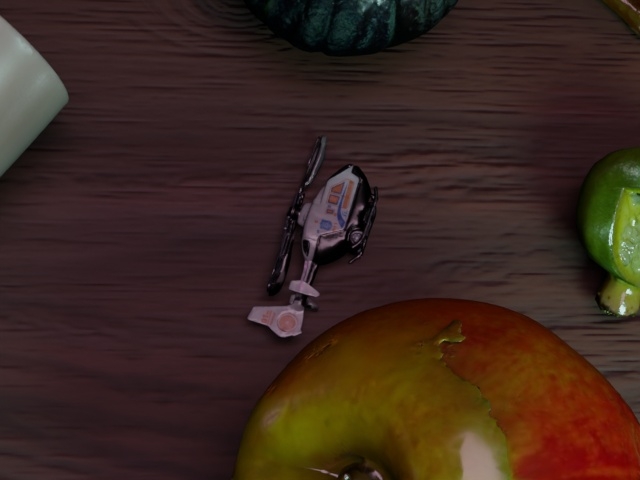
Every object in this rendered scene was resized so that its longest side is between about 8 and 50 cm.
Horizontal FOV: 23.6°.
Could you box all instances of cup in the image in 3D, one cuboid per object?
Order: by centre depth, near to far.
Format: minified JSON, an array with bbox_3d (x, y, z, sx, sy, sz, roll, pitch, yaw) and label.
[{"bbox_3d":[-0.377,-0.122,1.329,0.253,0.191,0.200,31,75,31],"label":"cup"}]

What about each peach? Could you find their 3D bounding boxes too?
[{"bbox_3d":[0.106,0.218,1.214,0.370,0.370,0.370,2,76,-8],"label":"peach"}]

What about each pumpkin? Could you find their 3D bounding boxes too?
[{"bbox_3d":[0.030,-0.300,1.384,0.248,0.248,0.248,2,76,-8],"label":"pumpkin"}]

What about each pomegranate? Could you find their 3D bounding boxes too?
[{"bbox_3d":[0.296,-0.021,1.426,0.143,0.169,0.122,-2,44,-43],"label":"pomegranate"}]

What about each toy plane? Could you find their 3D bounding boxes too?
[{"bbox_3d":[0.001,0.001,1.411,0.078,0.053,0.197,19,73,5],"label":"toy plane"}]

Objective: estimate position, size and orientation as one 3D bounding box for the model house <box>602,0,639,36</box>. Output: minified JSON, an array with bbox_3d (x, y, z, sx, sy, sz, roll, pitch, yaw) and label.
[{"bbox_3d":[0.340,-0.345,1.455,0.220,0.229,0.199,32,68,1],"label":"model house"}]
